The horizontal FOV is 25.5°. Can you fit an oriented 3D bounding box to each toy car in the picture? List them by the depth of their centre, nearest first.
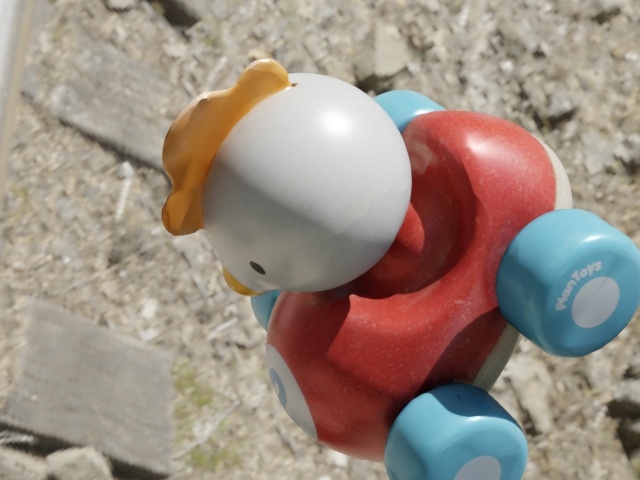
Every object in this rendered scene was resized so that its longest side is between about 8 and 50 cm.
[{"bbox_3d":[0.000,0.000,0.752,0.238,0.210,0.219,25,12,-35],"label":"toy car"}]
